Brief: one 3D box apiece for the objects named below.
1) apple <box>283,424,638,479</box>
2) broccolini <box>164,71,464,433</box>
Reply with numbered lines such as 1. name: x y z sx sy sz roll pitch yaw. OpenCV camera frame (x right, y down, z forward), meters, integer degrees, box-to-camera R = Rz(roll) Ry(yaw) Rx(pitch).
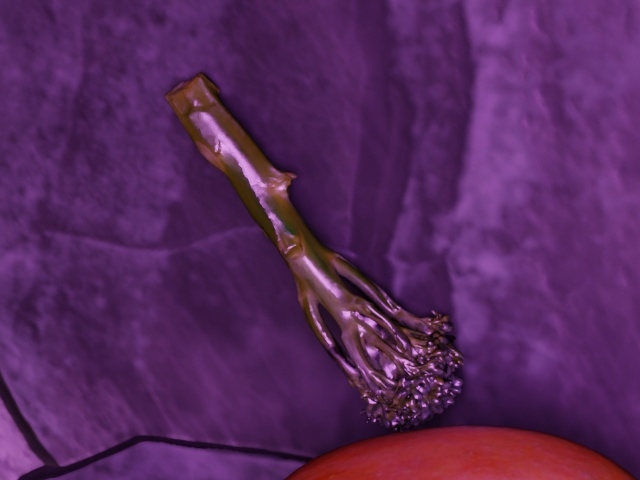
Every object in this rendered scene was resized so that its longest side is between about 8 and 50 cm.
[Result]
1. apple: 0.086 0.201 0.909 0.241 0.242 0.242 -13 108 15
2. broccolini: 0.000 0.000 0.958 0.058 0.067 0.216 -33 88 30
